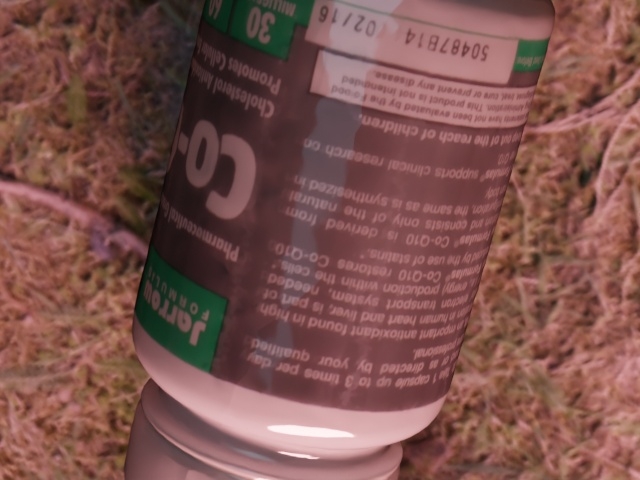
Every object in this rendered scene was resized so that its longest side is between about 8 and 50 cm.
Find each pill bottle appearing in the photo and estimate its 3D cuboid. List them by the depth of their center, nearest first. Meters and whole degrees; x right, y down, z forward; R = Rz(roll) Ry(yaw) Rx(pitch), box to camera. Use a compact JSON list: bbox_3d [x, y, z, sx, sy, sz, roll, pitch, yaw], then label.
[{"bbox_3d":[0.000,0.000,0.964,0.204,0.204,0.361,15,105,5],"label":"pill bottle"}]
